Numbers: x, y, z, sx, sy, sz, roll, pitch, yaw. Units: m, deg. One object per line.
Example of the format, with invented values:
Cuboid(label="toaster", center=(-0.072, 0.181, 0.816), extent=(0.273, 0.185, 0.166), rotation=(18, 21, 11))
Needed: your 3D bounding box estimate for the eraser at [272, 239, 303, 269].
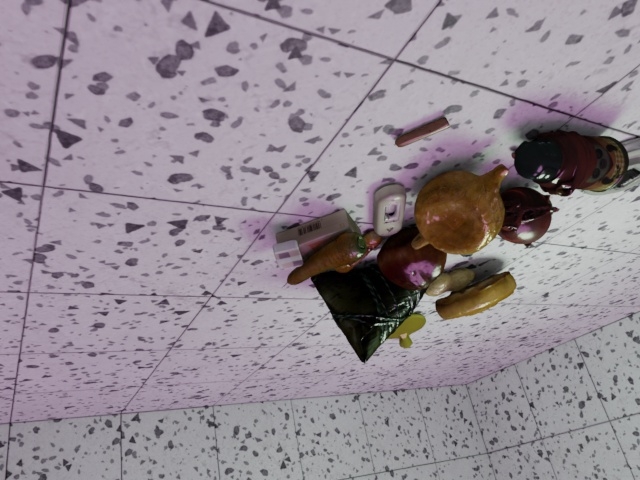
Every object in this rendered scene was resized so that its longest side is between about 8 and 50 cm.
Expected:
Cuboid(label="eraser", center=(-0.082, 0.038, 1.319), extent=(0.065, 0.026, 0.105), rotation=(-15, 151, 0))

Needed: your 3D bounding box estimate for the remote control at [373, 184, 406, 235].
Cuboid(label="remote control", center=(0.176, -0.071, 1.328), extent=(0.078, 0.042, 0.221), rotation=(-12, 153, -2))

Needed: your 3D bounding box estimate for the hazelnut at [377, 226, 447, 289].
Cuboid(label="hazelnut", center=(0.260, 0.051, 1.458), extent=(0.204, 0.177, 0.178), rotation=(-29, 148, 30))

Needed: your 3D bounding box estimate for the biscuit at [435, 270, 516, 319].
Cuboid(label="biscuit", center=(0.552, 0.202, 1.851), extent=(0.296, 0.102, 0.296), rotation=(-25, 173, -3))

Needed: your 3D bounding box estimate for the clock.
Cuboid(label="clock", center=(0.790, -0.180, 1.363), extent=(0.237, 0.053, 0.236), rotation=(-10, 154, -5))

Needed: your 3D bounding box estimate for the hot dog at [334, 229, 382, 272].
Cuboid(label="hot dog", center=(0.104, 0.041, 1.506), extent=(0.066, 0.047, 0.216), rotation=(9, 146, -30))

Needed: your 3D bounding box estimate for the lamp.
Cuboid(label="lamp", center=(0.492, -0.066, 1.360), extent=(0.223, 0.151, 0.215), rotation=(15, 157, -31))

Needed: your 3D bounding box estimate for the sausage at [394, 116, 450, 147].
Cuboid(label="sausage", center=(0.208, -0.221, 1.075), extent=(0.116, 0.026, 0.026), rotation=(-21, 151, 18))

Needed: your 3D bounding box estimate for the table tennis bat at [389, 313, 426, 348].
Cuboid(label="table tennis bat", center=(0.361, 0.398, 2.297), extent=(0.224, 0.054, 0.368), rotation=(-17, 148, 8))

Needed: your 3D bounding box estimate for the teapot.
Cuboid(label="teapot", center=(0.335, -0.075, 1.266), extent=(0.167, 0.203, 0.311), rotation=(-46, 180, -44))

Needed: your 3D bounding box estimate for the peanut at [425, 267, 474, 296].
Cuboid(label="peanut", center=(0.445, 0.142, 1.810), extent=(0.187, 0.082, 0.082), rotation=(-11, 153, -2))

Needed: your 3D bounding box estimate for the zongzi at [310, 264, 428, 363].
Cuboid(label="zongzi", center=(0.215, 0.156, 1.624), extent=(0.384, 0.319, 0.362), rotation=(-4, 143, -50))

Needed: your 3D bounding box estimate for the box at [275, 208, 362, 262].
Cuboid(label="box", center=(0.000, 0.000, 1.374), extent=(0.201, 0.058, 0.141), rotation=(-20, 152, 13))

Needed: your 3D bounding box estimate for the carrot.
Cuboid(label="carrot", center=(-0.005, 0.061, 1.352), extent=(0.298, 0.078, 0.078), rotation=(-30, 148, 36))

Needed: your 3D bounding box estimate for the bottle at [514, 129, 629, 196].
Cuboid(label="bottle", center=(0.553, -0.168, 1.172), extent=(0.271, 0.156, 0.143), rotation=(-3, 146, -27))

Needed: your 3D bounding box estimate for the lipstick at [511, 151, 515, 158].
Cuboid(label="lipstick", center=(0.493, -0.190, 1.244), extent=(0.129, 0.030, 0.030), rotation=(10, 146, -36))
